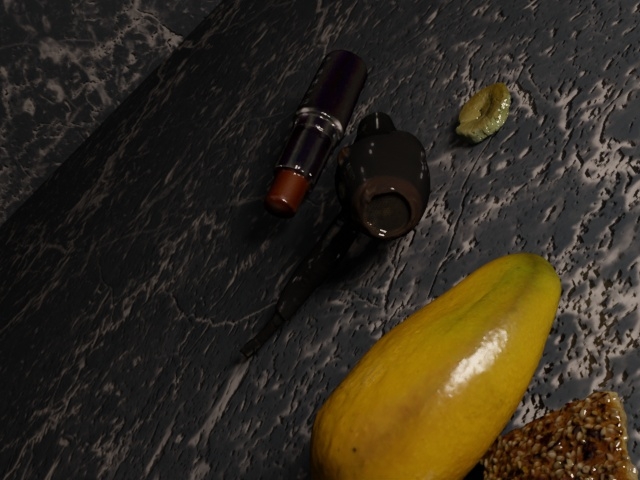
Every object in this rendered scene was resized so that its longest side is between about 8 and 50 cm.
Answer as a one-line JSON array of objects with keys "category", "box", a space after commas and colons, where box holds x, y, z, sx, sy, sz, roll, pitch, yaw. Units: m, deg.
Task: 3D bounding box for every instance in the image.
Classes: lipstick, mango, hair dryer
[{"category": "lipstick", "box": [-0.007, -0.155, 1.356, 0.081, 0.081, 0.300, -19, 40, 46]}, {"category": "mango", "box": [0.100, 0.125, 0.804, 0.317, 0.119, 0.176, -45, 5, -13]}, {"category": "hair dryer", "box": [0.000, 0.000, 1.164, 0.359, 0.120, 0.304, -52, 17, 17]}]

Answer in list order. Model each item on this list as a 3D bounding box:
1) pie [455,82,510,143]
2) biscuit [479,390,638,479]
[{"category": "pie", "box": [0.195, -0.151, 1.111, 0.084, 0.020, 0.084, -38, 31, 28]}, {"category": "biscuit", "box": [0.174, 0.222, 0.671, 0.131, 0.026, 0.237, -35, 30, 31]}]
